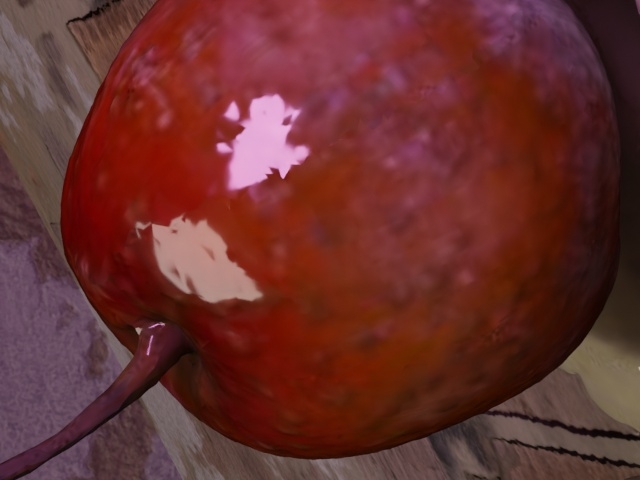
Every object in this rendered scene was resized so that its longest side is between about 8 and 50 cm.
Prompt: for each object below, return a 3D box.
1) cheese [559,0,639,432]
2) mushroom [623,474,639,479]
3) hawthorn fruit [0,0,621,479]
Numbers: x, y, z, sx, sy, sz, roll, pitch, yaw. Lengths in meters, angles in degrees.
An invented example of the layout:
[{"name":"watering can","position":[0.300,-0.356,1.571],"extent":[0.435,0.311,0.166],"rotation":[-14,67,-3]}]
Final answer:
[{"name":"cheese","position":[0.172,-0.074,0.683],"extent":[0.332,0.153,0.292],"rotation":[63,159,-14]},{"name":"mushroom","position":[0.246,0.195,0.773],"extent":[0.195,0.253,0.189],"rotation":[-34,86,35]},{"name":"hawthorn fruit","position":[-0.001,-0.020,0.628],"extent":[0.235,0.263,0.231],"rotation":[41,-149,-66]}]
